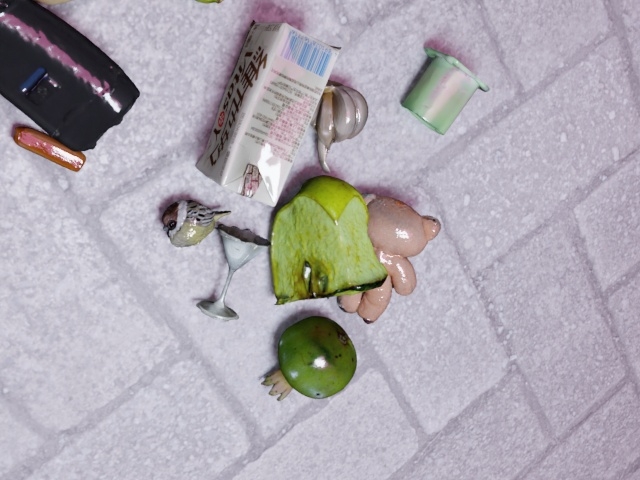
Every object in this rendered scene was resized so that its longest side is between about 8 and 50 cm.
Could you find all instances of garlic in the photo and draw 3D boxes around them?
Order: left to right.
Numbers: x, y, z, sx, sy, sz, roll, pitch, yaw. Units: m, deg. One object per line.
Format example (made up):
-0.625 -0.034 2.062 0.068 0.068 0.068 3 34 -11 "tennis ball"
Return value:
0.031 -0.233 1.490 0.127 0.131 0.194 9 101 2 "garlic"

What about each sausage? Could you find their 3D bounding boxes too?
-0.494 -0.169 1.310 0.131 0.039 0.041 27 100 -28 "sausage"

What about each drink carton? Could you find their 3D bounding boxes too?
-0.109 -0.251 1.382 0.132 0.194 0.325 19 96 -27 "drink carton"
0.265 -0.319 1.580 0.144 0.146 0.142 29 99 -29 "drink carton"

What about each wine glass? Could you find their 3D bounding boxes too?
-0.183 0.069 1.489 0.122 0.122 0.183 14 103 -28 "wine glass"

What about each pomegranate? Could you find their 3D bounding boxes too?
-0.031 0.273 1.597 0.225 0.187 0.187 -37 120 18 "pomegranate"

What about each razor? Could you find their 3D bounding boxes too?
-0.477 -0.298 1.210 0.189 0.107 0.327 -32 128 24 "razor"

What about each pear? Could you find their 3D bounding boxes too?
0.000 0.000 1.526 0.164 0.238 0.256 -10 84 -48 "pear"

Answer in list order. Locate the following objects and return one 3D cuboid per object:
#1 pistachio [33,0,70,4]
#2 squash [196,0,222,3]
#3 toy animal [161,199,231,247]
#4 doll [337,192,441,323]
-0.423 -0.489 1.199 0.229 0.157 0.157 -36 117 -16 "pistachio"
-0.245 -0.535 1.274 0.132 0.132 0.247 -36 118 -12 "squash"
-0.251 -0.047 1.434 0.137 0.098 0.098 -38 117 -19 "toy animal"
0.137 0.037 1.632 0.201 0.156 0.303 25 118 9 "doll"
